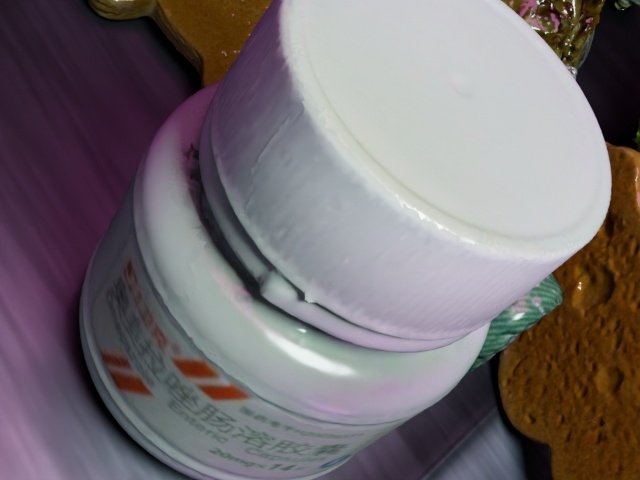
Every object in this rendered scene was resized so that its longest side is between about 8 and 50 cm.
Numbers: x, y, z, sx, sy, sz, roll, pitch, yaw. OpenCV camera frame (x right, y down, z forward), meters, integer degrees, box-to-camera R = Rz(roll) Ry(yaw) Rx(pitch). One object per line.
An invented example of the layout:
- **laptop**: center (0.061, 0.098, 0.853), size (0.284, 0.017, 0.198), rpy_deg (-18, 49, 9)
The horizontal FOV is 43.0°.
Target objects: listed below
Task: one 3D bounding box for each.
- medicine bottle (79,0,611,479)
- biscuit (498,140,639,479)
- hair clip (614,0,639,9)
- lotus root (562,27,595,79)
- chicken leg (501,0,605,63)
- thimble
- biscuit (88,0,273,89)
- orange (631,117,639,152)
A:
- **medicine bottle**: center (0.000, 0.000, 0.505), size (0.241, 0.302, 0.241), rpy_deg (17, 51, -22)
- **biscuit**: center (0.225, 0.075, 0.669), size (0.047, 0.202, 0.334), rpy_deg (17, 48, -32)
- **hair clip**: center (0.377, -0.455, 1.231), size (0.321, 0.091, 0.138), rpy_deg (35, 37, -23)
- **lotus root**: center (0.305, -0.255, 1.036), size (0.088, 0.088, 0.165), rpy_deg (31, 55, -10)
- **chicken leg**: center (0.238, -0.326, 0.980), size (0.211, 0.140, 0.361), rpy_deg (7, 53, 7)
- **thimble**: center (0.123, 0.050, 0.665), size (0.118, 0.135, 0.090), rpy_deg (-27, 76, -37)
- **biscuit**: center (-0.129, -0.253, 0.771), size (0.301, 0.049, 0.197), rpy_deg (44, 56, 5)
- **orange**: center (0.518, -0.127, 0.961), size (0.301, 0.223, 0.300), rpy_deg (-22, 33, -30)
